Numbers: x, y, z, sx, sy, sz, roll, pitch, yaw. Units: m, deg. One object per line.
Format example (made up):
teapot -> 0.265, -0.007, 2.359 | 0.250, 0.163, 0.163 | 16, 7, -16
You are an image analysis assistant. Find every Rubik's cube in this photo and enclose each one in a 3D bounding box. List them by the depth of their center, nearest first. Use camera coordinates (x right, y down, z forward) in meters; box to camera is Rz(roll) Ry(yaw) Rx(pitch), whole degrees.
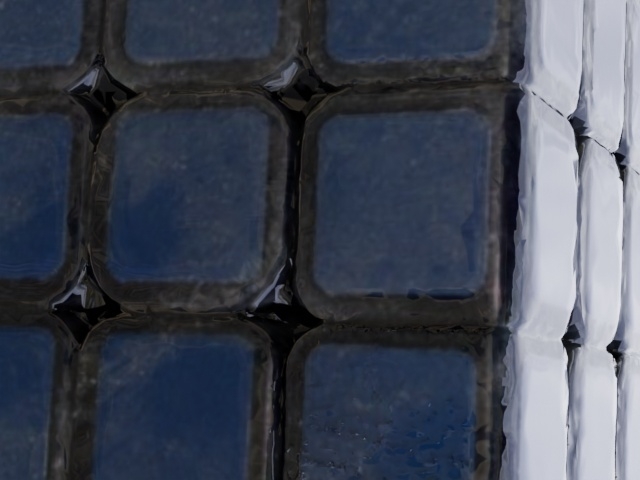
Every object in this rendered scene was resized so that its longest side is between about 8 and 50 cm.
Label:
Rubik's cube -> 0.000, 0.000, 0.815 | 0.305, 0.304, 0.301 | 1, -97, 21
